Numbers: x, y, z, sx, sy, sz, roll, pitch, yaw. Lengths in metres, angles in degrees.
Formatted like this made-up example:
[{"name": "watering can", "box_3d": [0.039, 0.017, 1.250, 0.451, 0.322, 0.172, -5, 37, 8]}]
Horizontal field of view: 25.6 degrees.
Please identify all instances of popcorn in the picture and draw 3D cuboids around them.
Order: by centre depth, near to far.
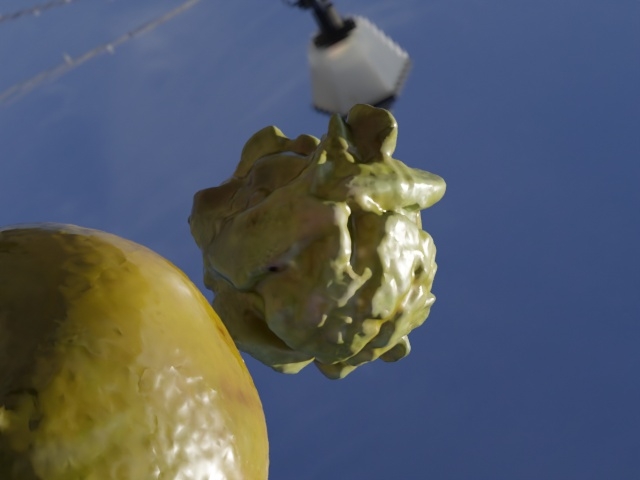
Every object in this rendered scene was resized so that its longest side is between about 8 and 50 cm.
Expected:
[{"name": "popcorn", "box_3d": [0.001, 0.000, 1.014, 0.185, 0.167, 0.187, -44, -128, 56]}]

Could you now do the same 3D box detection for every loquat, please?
[{"name": "loquat", "box_3d": [-0.122, 0.093, 0.692, 0.213, 0.213, 0.246, -17, -170, 20]}]
